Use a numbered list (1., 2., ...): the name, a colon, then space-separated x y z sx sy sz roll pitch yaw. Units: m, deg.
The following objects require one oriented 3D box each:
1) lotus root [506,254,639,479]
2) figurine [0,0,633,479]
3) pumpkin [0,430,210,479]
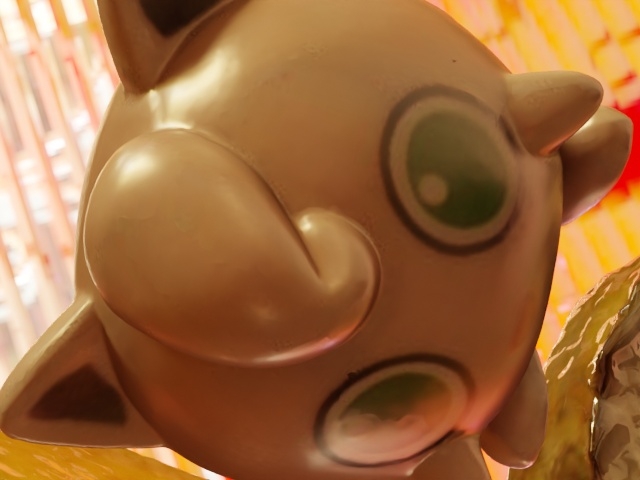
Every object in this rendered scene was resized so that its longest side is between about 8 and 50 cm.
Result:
1. lotus root: 0.288 0.163 0.902 0.390 0.375 0.111 54 -27 9
2. figurine: 0.000 0.000 0.391 0.125 0.138 0.125 -34 -130 54
3. pumpkin: -0.071 0.223 0.595 0.325 0.242 0.232 29 -86 52
